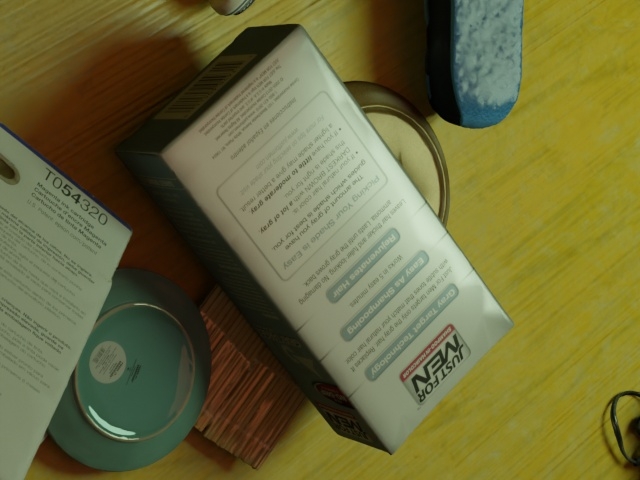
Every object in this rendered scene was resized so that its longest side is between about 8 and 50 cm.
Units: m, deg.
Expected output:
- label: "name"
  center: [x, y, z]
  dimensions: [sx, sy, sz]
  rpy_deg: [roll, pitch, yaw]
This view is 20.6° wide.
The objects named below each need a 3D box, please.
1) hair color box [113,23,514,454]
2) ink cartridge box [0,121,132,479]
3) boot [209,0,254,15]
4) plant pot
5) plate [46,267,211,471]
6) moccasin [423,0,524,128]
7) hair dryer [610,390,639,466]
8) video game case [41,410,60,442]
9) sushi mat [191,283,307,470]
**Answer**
- label: "hair color box"
  center: [0.000, 0.000, 1.652]
  dimensions: [0.185, 0.113, 0.374]
  rpy_deg: [-44, 113, -18]
- label: "ink cartridge box"
  center: [-0.331, 0.011, 1.402]
  dimensions: [0.324, 0.071, 0.330]
  rpy_deg: [40, 35, -17]
- label: "boot"
  center: [-0.028, -0.270, 1.704]
  dimensions: [0.086, 0.069, 0.190]
  rpy_deg: [45, 64, -27]
- label: "plant pot"
  center: [0.049, -0.045, 1.796]
  dimensions: [0.236, 0.032, 0.236]
  rpy_deg: [-1, 92, -37]
- label: "plate"
  center: [-0.173, 0.119, 1.603]
  dimensions: [0.188, 0.024, 0.188]
  rpy_deg: [-3, 96, -37]
- label: "moccasin"
  center: [0.144, -0.289, 1.815]
  dimensions: [0.138, 0.117, 0.342]
  rpy_deg: [9, 91, -25]
- label: "hair dryer"
  center: [0.474, 0.219, 2.125]
  dimensions: [0.293, 0.080, 0.223]
  rpy_deg: [43, 82, -25]
- label: "video game case"
  center: [-0.333, 0.132, 1.512]
  dimensions: [0.193, 0.023, 0.212]
  rpy_deg: [-50, 120, -25]
- label: "sushi mat"
  center: [-0.028, 0.059, 1.717]
  dimensions: [0.151, 0.019, 0.316]
  rpy_deg: [43, 74, -26]
